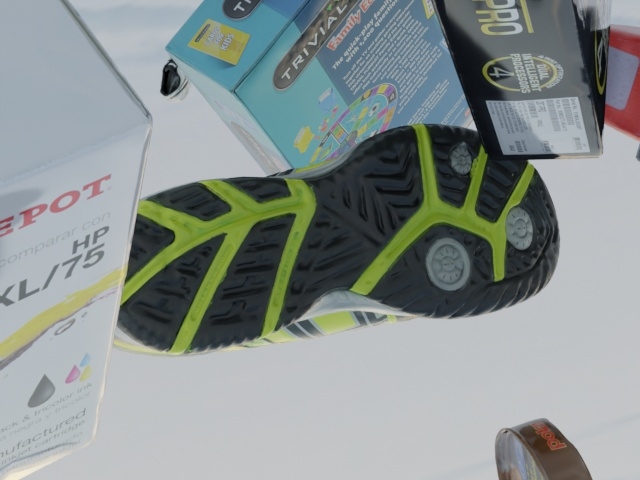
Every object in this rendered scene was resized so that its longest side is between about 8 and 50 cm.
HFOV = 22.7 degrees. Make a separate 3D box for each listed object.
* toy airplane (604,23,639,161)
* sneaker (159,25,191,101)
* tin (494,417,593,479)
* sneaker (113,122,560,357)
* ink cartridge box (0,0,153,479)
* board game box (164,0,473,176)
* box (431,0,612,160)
[{"bbox_3d":[0.403,-0.060,1.164,0.384,0.386,0.272,-27,176,22],"label":"toy airplane"},{"bbox_3d":[-0.143,-0.183,1.640,0.032,0.083,0.037,15,-173,18],"label":"sneaker"},{"bbox_3d":[0.162,0.209,1.087,0.040,0.189,0.106,-16,-154,-9],"label":"tin"},{"bbox_3d":[0.000,0.000,1.148,0.385,0.145,0.147,-4,176,-29],"label":"sneaker"},{"bbox_3d":[-0.221,-0.005,0.730,0.198,0.197,0.270,-25,154,-28],"label":"ink cartridge box"},{"bbox_3d":[0.036,-0.160,1.341,0.253,0.079,0.336,-51,151,-7],"label":"board game box"},{"bbox_3d":[0.124,-0.272,0.995,0.097,0.318,0.395,-1,156,16],"label":"box"}]
